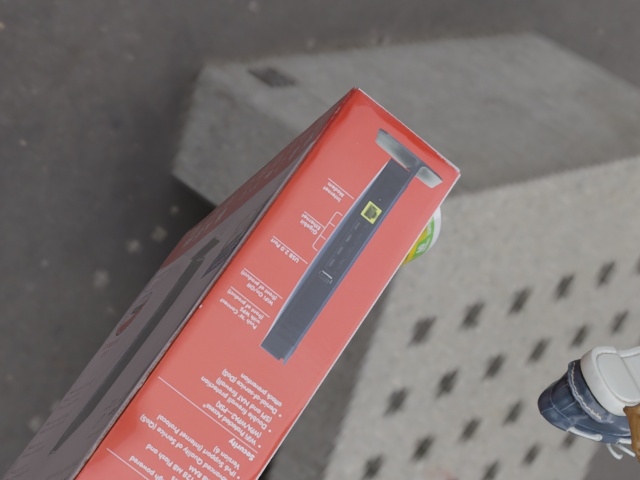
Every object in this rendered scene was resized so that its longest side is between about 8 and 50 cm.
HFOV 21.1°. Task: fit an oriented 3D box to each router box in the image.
[{"bbox_3d":[-0.084,0.087,1.050,0.301,0.082,0.335,-55,-171,-24],"label":"router box"}]

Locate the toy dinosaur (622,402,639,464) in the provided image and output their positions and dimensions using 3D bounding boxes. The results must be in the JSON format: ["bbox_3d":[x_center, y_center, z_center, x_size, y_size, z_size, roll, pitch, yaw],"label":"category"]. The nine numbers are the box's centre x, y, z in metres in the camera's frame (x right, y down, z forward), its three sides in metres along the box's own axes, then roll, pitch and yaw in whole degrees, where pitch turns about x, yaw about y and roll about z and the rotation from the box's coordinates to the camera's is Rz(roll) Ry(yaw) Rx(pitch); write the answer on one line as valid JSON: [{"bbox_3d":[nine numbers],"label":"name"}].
[{"bbox_3d":[0.246,0.168,1.200,0.211,0.064,0.112,-14,87,-58],"label":"toy dinosaur"}]

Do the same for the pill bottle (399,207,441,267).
[{"bbox_3d":[0.000,0.000,1.834,0.246,0.136,0.136,-29,139,-35],"label":"pill bottle"}]

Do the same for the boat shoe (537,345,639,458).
[{"bbox_3d":[0.288,0.159,1.651,0.079,0.095,0.254,-33,161,23],"label":"boat shoe"}]
